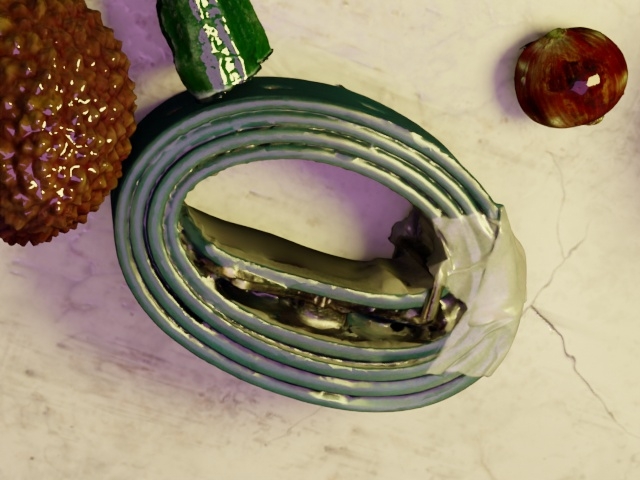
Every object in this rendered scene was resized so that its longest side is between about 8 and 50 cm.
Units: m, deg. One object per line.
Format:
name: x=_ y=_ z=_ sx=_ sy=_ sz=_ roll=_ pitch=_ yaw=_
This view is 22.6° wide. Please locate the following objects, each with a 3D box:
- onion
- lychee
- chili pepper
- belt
onion: x=0.261 y=-0.165 z=1.659 sx=0.117 sy=0.118 sz=0.119 roll=-37 pitch=112 yaw=1
lychee: x=-0.284 y=-0.111 z=1.505 sx=0.271 sy=0.271 sz=0.271 roll=-3 pitch=111 yaw=-8
chili pepper: x=-0.133 y=-0.279 z=1.542 sx=0.099 sy=0.136 sz=0.270 roll=-11 pitch=112 yaw=40
belt: x=-0.001 y=0.000 z=1.640 sx=0.436 sy=0.173 sz=0.300 roll=19 pitch=103 yaw=-16
